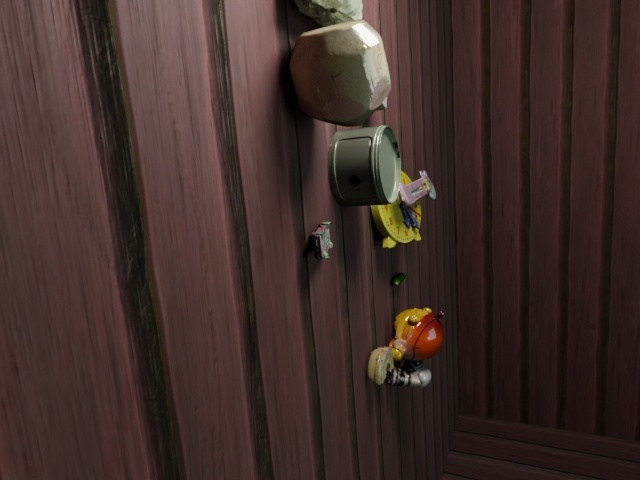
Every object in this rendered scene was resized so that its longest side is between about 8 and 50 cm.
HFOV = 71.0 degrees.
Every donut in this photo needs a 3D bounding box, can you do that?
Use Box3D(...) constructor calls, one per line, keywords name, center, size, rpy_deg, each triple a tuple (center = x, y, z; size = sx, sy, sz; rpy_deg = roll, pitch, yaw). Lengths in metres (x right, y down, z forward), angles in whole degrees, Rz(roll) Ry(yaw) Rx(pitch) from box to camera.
Box3D(name="donut", center=(0.209, 0.428, 1.576), size=(0.166, 0.065, 0.108), rpy_deg=(-9, 98, -64))

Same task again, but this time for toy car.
Box3D(name="toy car", center=(0.000, 0.000, 1.132), size=(0.142, 0.055, 0.069), rpy_deg=(-61, 146, -69))

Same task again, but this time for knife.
Box3D(name="knife", center=(0.371, -0.190, 1.691), size=(0.398, 0.038, 0.132), rpy_deg=(-27, 92, -58))

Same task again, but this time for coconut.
Box3D(name="coconut", center=(0.047, -0.372, 1.035), size=(0.227, 0.226, 0.231), rpy_deg=(-57, 140, -50))

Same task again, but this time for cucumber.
Box3D(name="cucumber", center=(0.325, 0.160, 1.859), size=(0.155, 0.037, 0.037), rpy_deg=(-26, 113, -61))

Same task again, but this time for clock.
Box3D(name="clock", center=(0.291, -0.123, 1.643), size=(0.277, 0.071, 0.294), rpy_deg=(-20, 95, -47))

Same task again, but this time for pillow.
Box3D(name="pillow", center=(0.021, -0.652, 1.071), size=(0.283, 0.138, 0.310), rpy_deg=(-6, 93, -66))

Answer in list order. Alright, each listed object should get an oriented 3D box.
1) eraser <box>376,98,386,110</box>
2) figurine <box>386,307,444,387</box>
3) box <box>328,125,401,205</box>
Box3D(name="eraser", center=(0.135, -0.507, 1.384), size=(0.279, 0.081, 0.124), rpy_deg=(15, 77, -65))
Box3D(name="figurine", center=(0.382, 0.413, 1.796), size=(0.320, 0.195, 0.324), rpy_deg=(-6, 106, -59))
Box3D(name="box", center=(0.133, -0.214, 1.306), size=(0.226, 0.149, 0.227), rpy_deg=(0, 90, -65))
